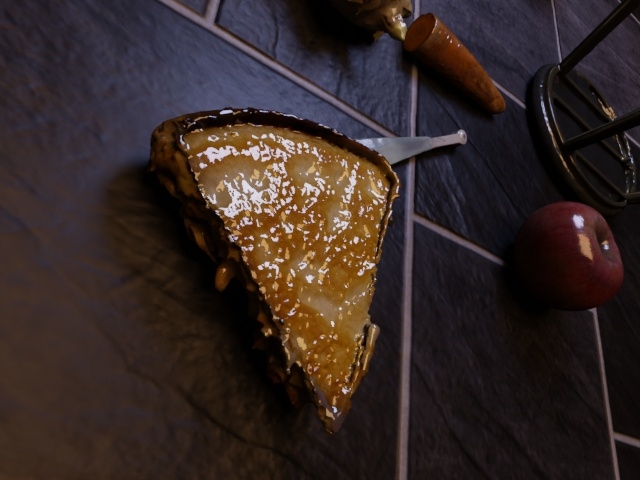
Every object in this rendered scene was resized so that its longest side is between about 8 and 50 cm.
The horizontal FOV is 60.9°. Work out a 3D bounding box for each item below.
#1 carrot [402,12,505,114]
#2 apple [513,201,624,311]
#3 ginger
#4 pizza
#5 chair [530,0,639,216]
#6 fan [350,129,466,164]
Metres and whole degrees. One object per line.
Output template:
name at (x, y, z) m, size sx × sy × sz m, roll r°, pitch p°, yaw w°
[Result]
carrot at (0.212, -0.247, 0.808) m, size 0.210 × 0.061 × 0.061 m, roll 28°, pitch 56°, yaw -32°
apple at (0.336, 0.023, 0.747) m, size 0.153 × 0.120 × 0.153 m, roll 23°, pitch 54°, yaw -35°
ginger at (0.050, -0.334, 0.678) m, size 0.216 × 0.102 × 0.157 m, roll 65°, pitch 21°, yaw 9°
pizza at (0.000, 0.000, 0.512) m, size 0.251 × 0.074 × 0.287 m, roll -25°, pitch 90°, yaw -41°
chair at (0.602, -0.245, 0.878) m, size 0.365 × 0.410 × 0.361 m, roll 27°, pitch 57°, yaw -28°
fan at (0.102, -0.109, 0.679) m, size 0.282 × 0.023 × 0.057 m, roll -15°, pitch 80°, yaw -40°
